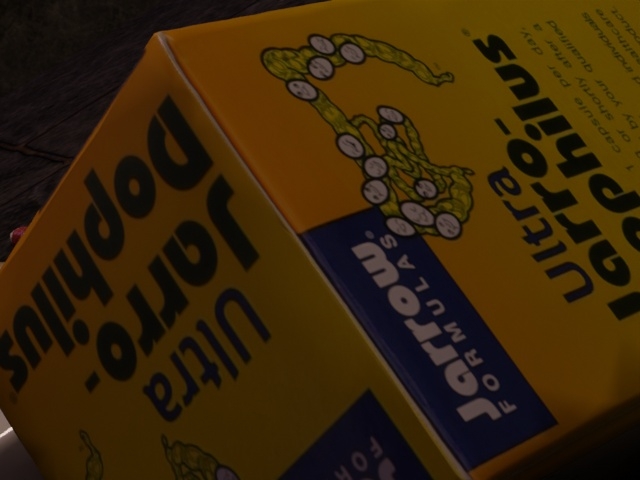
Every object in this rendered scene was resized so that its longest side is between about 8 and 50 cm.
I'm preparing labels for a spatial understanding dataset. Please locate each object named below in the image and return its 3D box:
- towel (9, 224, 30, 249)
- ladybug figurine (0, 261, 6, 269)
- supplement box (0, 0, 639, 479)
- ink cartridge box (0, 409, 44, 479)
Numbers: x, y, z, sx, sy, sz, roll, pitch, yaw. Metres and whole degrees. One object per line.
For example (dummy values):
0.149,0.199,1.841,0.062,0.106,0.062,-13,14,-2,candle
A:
0.000,0.000,1.075,0.329,0.037,0.237,-2,-1,10,towel
-0.156,0.096,1.045,0.305,0.161,0.449,2,-4,-37,ladybug figurine
0.068,0.019,0.723,0.357,0.195,0.194,-18,-23,-45,supplement box
-0.176,0.208,0.772,0.306,0.226,0.131,-35,20,-18,ink cartridge box
